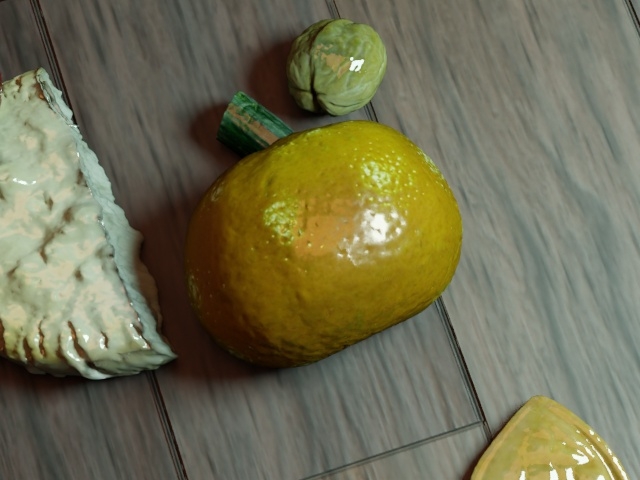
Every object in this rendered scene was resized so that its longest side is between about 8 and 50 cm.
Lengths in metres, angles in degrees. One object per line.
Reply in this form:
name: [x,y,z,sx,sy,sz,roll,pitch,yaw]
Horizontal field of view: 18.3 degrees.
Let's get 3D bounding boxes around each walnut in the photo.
walnut: [0.013,-0.149,1.709,0.092,0.092,0.092,0,72,1]

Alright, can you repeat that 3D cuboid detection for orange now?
orange: [0.003,-0.002,1.616,0.237,0.158,0.179,-24,83,-10]

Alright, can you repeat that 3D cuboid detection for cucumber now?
cucumber: [-0.041,-0.081,1.702,0.105,0.048,0.048,37,76,11]

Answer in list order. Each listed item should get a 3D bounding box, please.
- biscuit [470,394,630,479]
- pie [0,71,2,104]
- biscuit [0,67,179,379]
biscuit: [0.188,0.235,1.607,0.142,0.029,0.221,5,72,2]
pie: [-0.351,-0.083,1.656,0.204,0.054,0.219,21,76,49]
biscuit: [-0.243,0.004,1.658,0.179,0.084,0.281,-27,74,-7]
